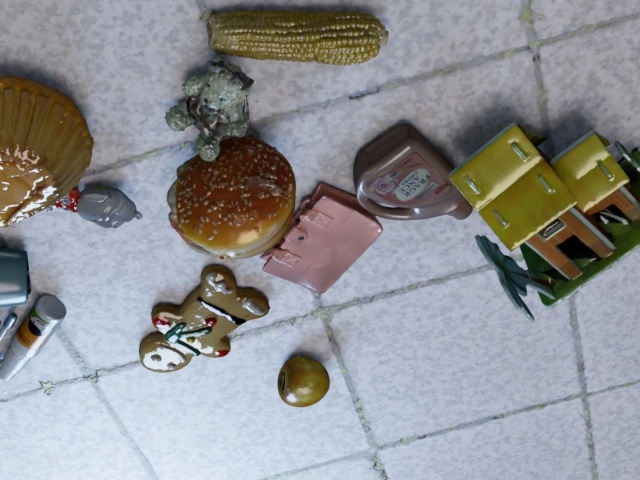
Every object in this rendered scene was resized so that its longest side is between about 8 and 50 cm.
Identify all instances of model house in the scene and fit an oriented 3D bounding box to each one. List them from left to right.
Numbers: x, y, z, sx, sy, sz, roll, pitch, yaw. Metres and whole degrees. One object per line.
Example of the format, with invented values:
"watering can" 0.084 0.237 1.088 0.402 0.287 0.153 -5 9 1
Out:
"model house" 0.411 -0.055 1.897 0.300 0.340 0.323 -39 123 23

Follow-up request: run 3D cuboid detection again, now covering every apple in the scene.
"apple" -0.035 0.300 2.308 0.102 0.099 0.114 8 127 -20

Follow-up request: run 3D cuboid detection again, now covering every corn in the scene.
"corn" -0.034 -0.320 1.739 0.288 0.086 0.086 1 133 -8

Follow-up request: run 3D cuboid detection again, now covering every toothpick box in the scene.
"toothpick box" -0.612 0.065 1.972 0.184 0.120 0.120 0 133 -15

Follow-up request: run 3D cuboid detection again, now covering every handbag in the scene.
"handbag" 0.000 0.000 2.059 0.157 0.059 0.212 22 126 -28

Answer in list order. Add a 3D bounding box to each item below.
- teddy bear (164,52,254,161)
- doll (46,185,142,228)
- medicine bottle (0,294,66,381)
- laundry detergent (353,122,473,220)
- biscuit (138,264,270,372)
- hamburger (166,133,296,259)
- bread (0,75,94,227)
"teddy bear" -0.156 -0.228 1.779 0.133 0.111 0.213 45 140 2
"doll" -0.398 -0.062 1.925 0.180 0.079 0.094 8 155 -2
"medicine bottle" -0.579 0.189 2.133 0.092 0.061 0.221 28 123 -20
"laundry detergent" 0.163 -0.093 1.994 0.171 0.076 0.237 -33 132 21
"biscuit" -0.244 0.176 2.191 0.301 0.049 0.197 -37 126 24
"hamburger" -0.145 -0.068 1.867 0.236 0.237 0.147 -26 148 14
"bread" -0.504 -0.139 1.781 0.274 0.149 0.274 -5 141 -4
